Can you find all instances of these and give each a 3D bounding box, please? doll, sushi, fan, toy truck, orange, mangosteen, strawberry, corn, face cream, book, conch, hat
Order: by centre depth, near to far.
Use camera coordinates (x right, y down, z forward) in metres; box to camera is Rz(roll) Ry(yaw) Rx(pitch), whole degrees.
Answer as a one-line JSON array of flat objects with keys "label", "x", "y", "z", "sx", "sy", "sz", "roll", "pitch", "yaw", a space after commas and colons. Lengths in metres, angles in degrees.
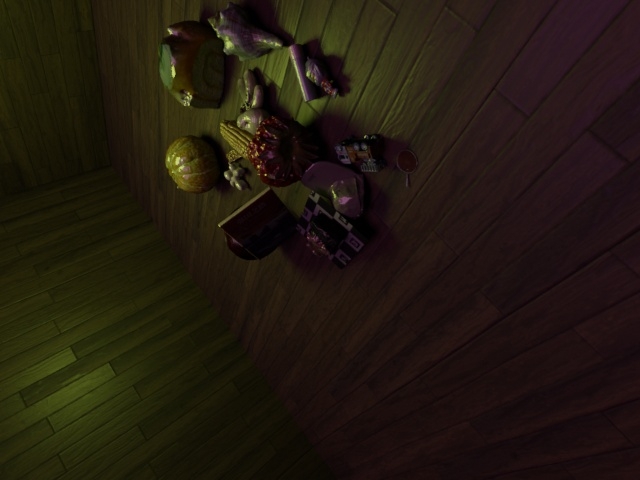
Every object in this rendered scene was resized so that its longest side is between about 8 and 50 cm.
[{"label": "fan", "x": 0.290, "y": -0.242, "z": 1.411, "sx": 0.085, "sy": 0.005, "sz": 0.133, "roll": 19, "pitch": 126, "yaw": 43}, {"label": "doll", "x": 0.003, "y": -0.579, "z": 1.487, "sx": 0.180, "sy": 0.079, "sz": 0.094, "roll": 52, "pitch": -179, "yaw": 3}, {"label": "toy truck", "x": 0.141, "y": -0.308, "z": 1.493, "sx": 0.177, "sy": 0.080, "sz": 0.115, "roll": 13, "pitch": 133, "yaw": 45}, {"label": "face cream", "x": -0.063, "y": -0.613, "z": 1.543, "sx": 0.084, "sy": 0.057, "sz": 0.198, "roll": -83, "pitch": -24, "yaw": -71}, {"label": "hat", "x": 0.047, "y": -0.175, "z": 1.608, "sx": 0.214, "sy": 0.244, "sz": 0.149, "roll": 125, "pitch": 149, "yaw": -54}, {"label": "conch", "x": -0.312, "y": -0.797, "z": 1.653, "sx": 0.386, "sy": 0.169, "sz": 0.203, "roll": 46, "pitch": 168, "yaw": 23}, {"label": "strawberry", "x": -0.173, "y": -0.354, "z": 1.710, "sx": 0.343, "sy": 0.292, "sz": 0.292, "roll": 9, "pitch": 122, "yaw": 66}, {"label": "sushi", "x": 0.000, "y": 0.000, "z": 1.747, "sx": 0.296, "sy": 0.100, "sz": 0.373, "roll": 42, "pitch": 154, "yaw": 4}, {"label": "doll", "x": -0.307, "y": -0.587, "z": 1.823, "sx": 0.175, "sy": 0.149, "sz": 0.278, "roll": 113, "pitch": 141, "yaw": -86}, {"label": "book", "x": -0.249, "y": -0.062, "z": 1.856, "sx": 0.028, "sy": 0.262, "sz": 0.374, "roll": 55, "pitch": -179, "yaw": 31}, {"label": "corn", "x": -0.355, "y": -0.467, "z": 1.960, "sx": 0.347, "sy": 0.130, "sz": 0.130, "roll": 41, "pitch": 140, "yaw": 30}, {"label": "mangosteen", "x": -0.334, "y": -0.057, "z": 2.086, "sx": 0.293, "sy": 0.297, "sz": 0.297, "roll": 62, "pitch": 150, "yaw": 33}, {"label": "doll", "x": -0.451, "y": -0.336, "z": 2.225, "sx": 0.160, "sy": 0.059, "sz": 0.161, "roll": 35, "pitch": 146, "yaw": 34}, {"label": "orange", "x": -0.707, "y": -0.416, "z": 2.335, "sx": 0.329, "sy": 0.249, "sz": 0.329, "roll": 40, "pitch": 148, "yaw": 32}]

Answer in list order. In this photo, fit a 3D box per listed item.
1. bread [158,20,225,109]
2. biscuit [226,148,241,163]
[{"label": "bread", "x": -0.609, "y": -0.780, "z": 1.952, "sx": 0.239, "sy": 0.264, "sz": 0.395, "roll": 40, "pitch": 139, "yaw": 21}, {"label": "biscuit", "x": -0.421, "y": -0.443, "z": 2.140, "sx": 0.199, "sy": 0.034, "sz": 0.064, "roll": -8, "pitch": 107, "yaw": 52}]
